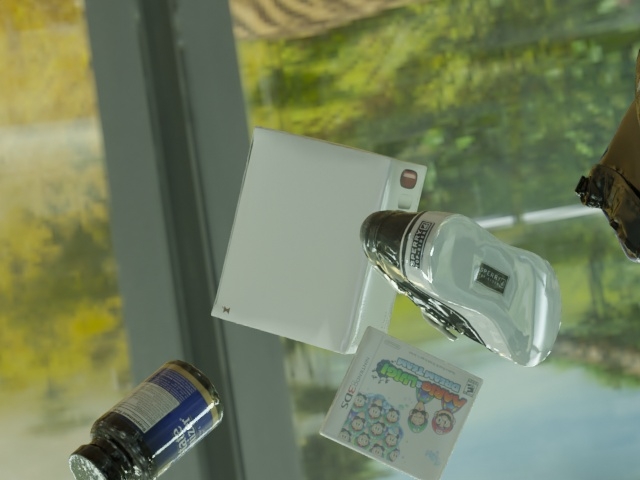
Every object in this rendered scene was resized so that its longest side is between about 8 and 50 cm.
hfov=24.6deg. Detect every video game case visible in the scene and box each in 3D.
[{"bbox_3d":[0.098,0.200,1.768,0.157,0.143,0.019,26,174,-6],"label":"video game case"}]

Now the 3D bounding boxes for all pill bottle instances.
[{"bbox_3d":[-0.255,0.281,2.130,0.219,0.123,0.123,-40,-169,-35],"label":"pill bottle"}]

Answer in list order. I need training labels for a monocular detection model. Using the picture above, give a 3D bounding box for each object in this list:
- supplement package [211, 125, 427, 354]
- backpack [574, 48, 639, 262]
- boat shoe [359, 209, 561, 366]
[{"bbox_3d":[0.000,0.000,1.953,0.204,0.262,0.145,15,-176,23],"label":"supplement package"},{"bbox_3d":[0.450,-0.079,1.771,0.213,0.276,0.263,15,-147,-4],"label":"backpack"},{"bbox_3d":[0.143,0.046,1.484,0.105,0.113,0.306,14,174,38],"label":"boat shoe"}]
